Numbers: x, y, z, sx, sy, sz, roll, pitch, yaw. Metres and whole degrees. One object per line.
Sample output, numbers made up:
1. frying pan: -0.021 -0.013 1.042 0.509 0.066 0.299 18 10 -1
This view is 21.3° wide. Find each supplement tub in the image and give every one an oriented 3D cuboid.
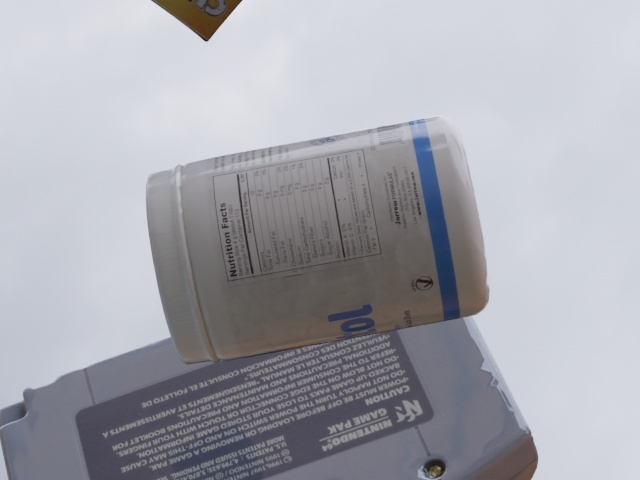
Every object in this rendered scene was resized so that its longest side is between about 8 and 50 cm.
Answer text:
1. supplement tub: 0.000 0.000 0.577 0.107 0.071 0.071 -11 -44 3

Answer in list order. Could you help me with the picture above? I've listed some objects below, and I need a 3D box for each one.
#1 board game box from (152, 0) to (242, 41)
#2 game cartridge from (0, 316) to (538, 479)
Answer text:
1. board game box: -0.102 -0.229 0.816 0.243 0.042 0.165 36 -58 -15
2. game cartridge: -0.034 0.127 1.004 0.297 0.198 0.062 -19 -41 -4
